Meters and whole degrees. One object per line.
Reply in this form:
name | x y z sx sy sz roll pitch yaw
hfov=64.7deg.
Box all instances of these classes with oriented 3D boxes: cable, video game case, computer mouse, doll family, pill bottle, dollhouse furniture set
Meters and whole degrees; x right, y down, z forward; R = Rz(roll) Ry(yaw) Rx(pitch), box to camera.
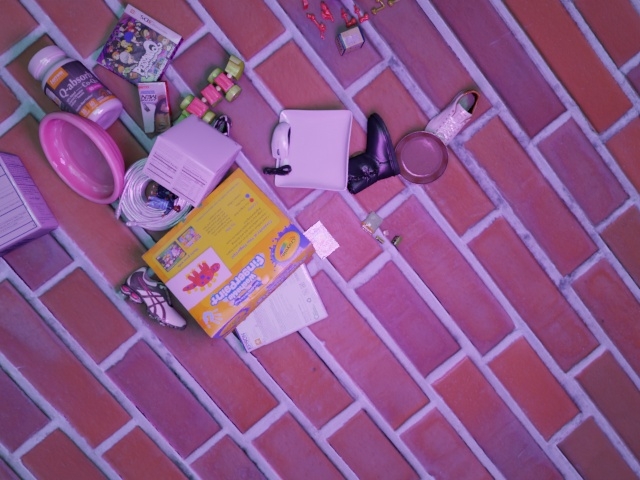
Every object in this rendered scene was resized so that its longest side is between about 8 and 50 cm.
cable | -0.572 -0.163 1.774 0.257 0.089 0.257 9 92 -7
video game case | -0.627 -0.661 1.758 0.210 0.042 0.232 31 91 -7
computer mouse | -0.147 -0.326 1.794 0.106 0.042 0.193 6 94 22
doll family | -0.509 -0.173 1.701 0.111 0.076 0.193 16 96 -11
pill bottle | -0.819 -0.502 1.692 0.278 0.162 0.162 44 89 -7
dollhouse furniture set | 0.226 -0.037 1.867 0.151 0.058 0.076 39 89 -6
video game case | 0.000 0.000 1.873 0.087 0.011 0.122 -39 96 -1

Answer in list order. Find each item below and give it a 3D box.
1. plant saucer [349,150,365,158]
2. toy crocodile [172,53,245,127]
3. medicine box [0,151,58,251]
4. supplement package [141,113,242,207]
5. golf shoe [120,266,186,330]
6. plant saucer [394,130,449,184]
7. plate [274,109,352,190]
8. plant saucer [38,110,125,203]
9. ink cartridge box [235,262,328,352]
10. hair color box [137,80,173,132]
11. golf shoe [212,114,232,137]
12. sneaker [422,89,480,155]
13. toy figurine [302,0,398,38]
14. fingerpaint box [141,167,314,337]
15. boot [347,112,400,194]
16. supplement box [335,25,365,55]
plant saucer | 0.146 -0.288 1.866 0.083 0.015 0.084 0 94 -5
toy crocodile | -0.386 -0.497 1.759 0.115 0.105 0.340 44 90 -6
medicine box | -1.095 -0.110 1.698 0.263 0.149 0.289 -28 95 -3
supplement package | -0.410 -0.266 1.642 0.204 0.262 0.145 34 119 -7
golf shoe | -0.572 0.213 1.792 0.273 0.105 0.120 40 82 -7
plant saucer | 0.368 -0.302 1.845 0.198 0.036 0.199 6 114 14
plate | -0.022 -0.320 1.792 0.277 0.045 0.278 6 94 22
plant saucer | -0.773 -0.279 1.672 0.332 0.332 0.084 44 47 -6
ink cartridge box | -0.185 0.194 1.841 0.330 0.071 0.324 -24 95 0
hair color box | -0.569 -0.463 1.748 0.093 0.053 0.167 -4 113 -5
golf shoe | -0.364 -0.348 1.778 0.077 0.094 0.198 11 94 -7
sneaker | 0.468 -0.431 1.833 0.105 0.123 0.290 35 93 -8
toy figurine | 0.123 -0.872 1.726 0.362 0.217 0.191 -25 96 -3
fingerpaint box | -0.302 0.046 1.719 0.445 0.163 0.371 -44 78 -4
boot | 0.154 -0.308 1.808 0.207 0.094 0.247 -22 101 -8
supplement box | 0.105 -0.710 1.801 0.083 0.083 0.056 -23 95 -4
